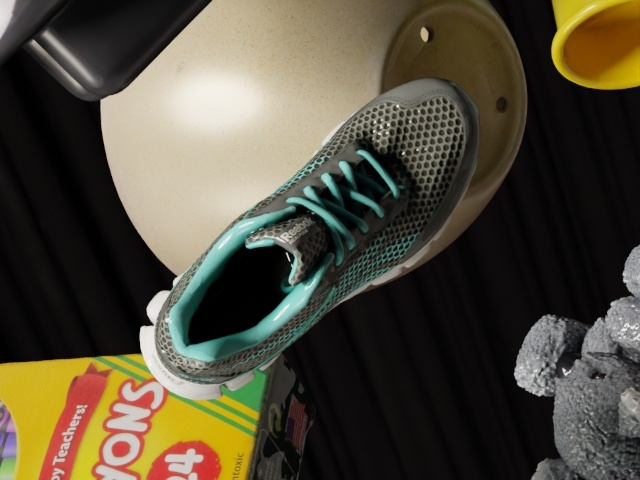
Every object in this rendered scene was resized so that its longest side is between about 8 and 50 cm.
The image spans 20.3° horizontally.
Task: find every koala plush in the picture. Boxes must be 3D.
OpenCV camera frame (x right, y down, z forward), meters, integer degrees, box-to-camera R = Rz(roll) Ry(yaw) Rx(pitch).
[{"bbox_3d":[0.271,0.144,1.549,0.196,0.203,0.221,-42,-2,31],"label":"koala plush"}]

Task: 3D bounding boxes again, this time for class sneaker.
[{"bbox_3d":[0.000,0.000,0.688,0.166,0.065,0.076,-45,-2,-4],"label":"sneaker"}]

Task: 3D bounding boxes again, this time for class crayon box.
[{"bbox_3d":[-0.177,0.181,1.195,0.318,0.081,0.202,-6,50,21],"label":"crayon box"}]

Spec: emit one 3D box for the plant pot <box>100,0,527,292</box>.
[{"bbox_3d":[0.025,-0.092,1.188,0.284,0.284,0.191,-34,22,-34],"label":"plant pot"}]

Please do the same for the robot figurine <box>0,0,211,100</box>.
[{"bbox_3d":[-0.177,-0.201,0.917,0.209,0.278,0.173,-36,14,42],"label":"robot figurine"}]

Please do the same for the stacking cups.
[{"bbox_3d":[0.167,-0.246,1.134,0.096,0.096,0.316,-15,57,13],"label":"stacking cups"}]
